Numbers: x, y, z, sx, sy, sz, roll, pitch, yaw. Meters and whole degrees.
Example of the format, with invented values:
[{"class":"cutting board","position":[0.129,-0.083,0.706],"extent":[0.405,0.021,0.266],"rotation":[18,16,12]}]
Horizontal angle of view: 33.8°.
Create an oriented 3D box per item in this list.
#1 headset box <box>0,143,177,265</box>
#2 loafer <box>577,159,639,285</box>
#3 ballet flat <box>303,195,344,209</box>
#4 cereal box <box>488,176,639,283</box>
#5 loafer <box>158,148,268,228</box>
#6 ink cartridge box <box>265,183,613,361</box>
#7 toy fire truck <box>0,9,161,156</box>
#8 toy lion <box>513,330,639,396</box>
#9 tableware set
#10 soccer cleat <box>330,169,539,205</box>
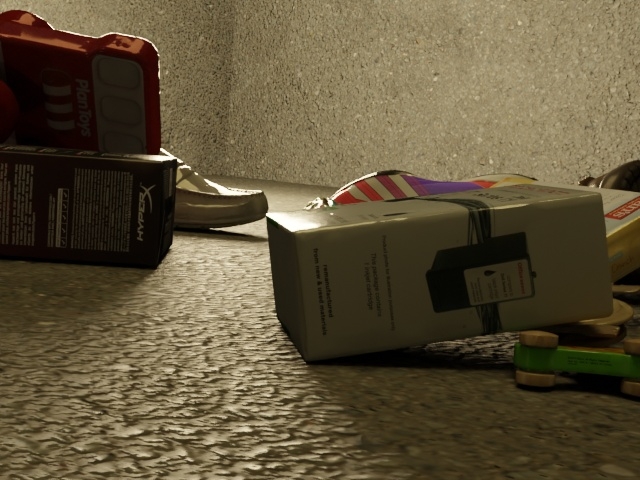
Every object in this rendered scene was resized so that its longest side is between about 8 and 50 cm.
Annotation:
[{"class":"headset box","position":[-0.308,-0.046,1.131],"extent":[0.293,0.110,0.218],"rotation":[4,5,-5]},{"class":"loafer","position":[0.329,0.001,1.184],"extent":[0.130,0.134,0.366],"rotation":[-12,-11,23]},{"class":"ballet flat","position":[0.000,0.000,1.162],"extent":[0.077,0.091,0.241],"rotation":[-26,-1,4]},{"class":"cereal box","position":[0.187,0.003,0.976],"extent":[0.173,0.047,0.240],"rotation":[-28,19,-20]},{"class":"loafer","position":[-0.229,-0.077,1.523],"extent":[0.319,0.111,0.112],"rotation":[5,5,13]},{"class":"ink cartridge box","position":[0.076,0.015,0.733],"extent":[0.208,0.087,0.153],"rotation":[-7,7,-10]},{"class":"toy fire truck","position":[-0.318,-0.132,1.308],"extent":[0.254,0.302,0.169],"rotation":[12,43,7]},{"class":"toy lion","position":[0.171,0.075,0.664],"extent":[0.100,0.034,0.096],"rotation":[4,-2,6]},{"class":"tableware set","position":[0.236,0.067,0.755],"extent":[0.194,0.039,0.128],"rotation":[1,13,26]},{"class":"soccer cleat","position":[0.120,-0.018,1.281],"extent":[0.318,0.109,0.116],"rotation":[0,30,36]}]
